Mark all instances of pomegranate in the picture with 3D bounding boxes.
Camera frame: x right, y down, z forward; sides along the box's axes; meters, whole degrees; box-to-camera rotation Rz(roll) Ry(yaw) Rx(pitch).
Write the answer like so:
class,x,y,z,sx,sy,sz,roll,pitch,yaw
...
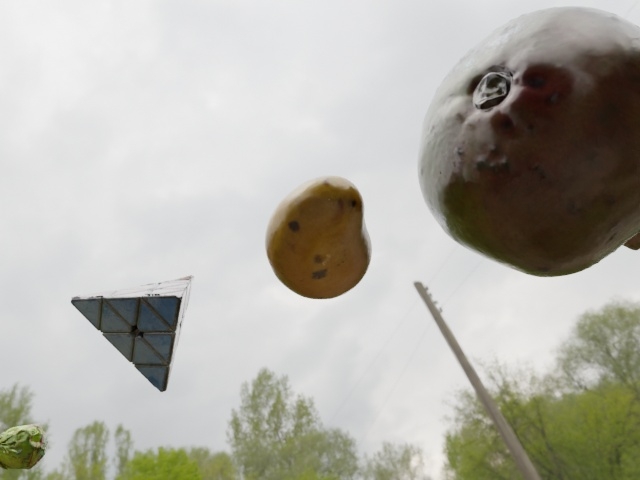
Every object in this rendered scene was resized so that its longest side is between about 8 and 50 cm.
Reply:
class,x,y,z,sx,sy,sz,roll,pitch,yaw
pomegranate,0.265,-0.105,0.669,0.291,0.290,0.323,-44,-25,26

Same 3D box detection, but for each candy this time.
class,x,y,z,sx,sy,sz,roll,pitch,yaw
candy,-0.280,0.169,0.455,0.123,0.035,0.035,-1,-35,-26

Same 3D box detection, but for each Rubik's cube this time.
class,x,y,z,sx,sy,sz,roll,pitch,yaw
Rubik's cube,-0.254,0.158,0.921,0.212,0.178,0.190,-11,4,-32

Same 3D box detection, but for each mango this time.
class,x,y,z,sx,sy,sz,roll,pitch,yaw
mango,-0.003,0.002,0.632,0.115,0.090,0.178,-18,-31,0
